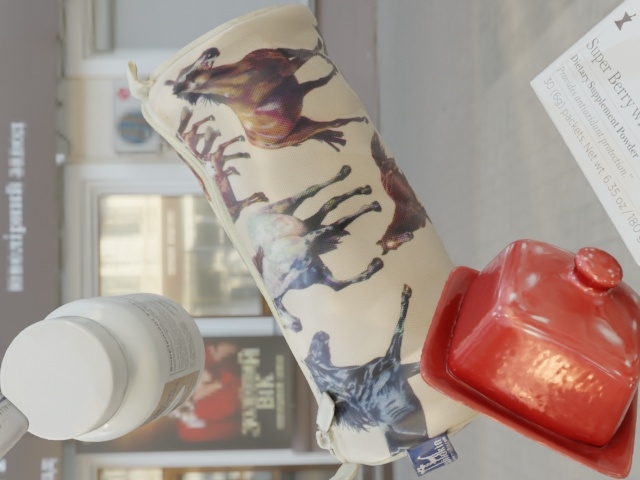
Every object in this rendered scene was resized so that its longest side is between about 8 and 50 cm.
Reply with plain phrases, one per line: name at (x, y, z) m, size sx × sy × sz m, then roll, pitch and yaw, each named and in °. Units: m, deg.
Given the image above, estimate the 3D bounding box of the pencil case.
pencil case at (0.000, 0.000, 0.949) m, size 0.410 × 0.183 × 0.160 m, roll 60°, pitch 155°, yaw -6°

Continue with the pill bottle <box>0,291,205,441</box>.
pill bottle at (-0.199, 0.117, 1.038) m, size 0.229 × 0.131 × 0.131 m, roll 3°, pitch -94°, yaw -80°

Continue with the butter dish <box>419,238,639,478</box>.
butter dish at (0.167, 0.056, 0.769) m, size 0.118 × 0.160 × 0.160 m, roll -65°, pitch -2°, yaw 33°

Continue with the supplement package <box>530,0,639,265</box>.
supplement package at (0.324, -0.111, 0.728) m, size 0.293 × 0.175 × 0.177 m, roll -41°, pitch 49°, yaw 25°

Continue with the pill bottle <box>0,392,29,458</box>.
pill bottle at (-0.289, 0.095, 0.705) m, size 0.112 × 0.187 × 0.112 m, roll -46°, pitch 4°, yaw 4°
